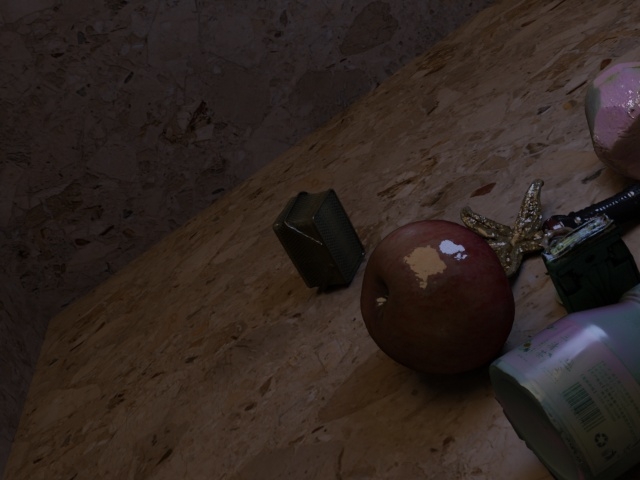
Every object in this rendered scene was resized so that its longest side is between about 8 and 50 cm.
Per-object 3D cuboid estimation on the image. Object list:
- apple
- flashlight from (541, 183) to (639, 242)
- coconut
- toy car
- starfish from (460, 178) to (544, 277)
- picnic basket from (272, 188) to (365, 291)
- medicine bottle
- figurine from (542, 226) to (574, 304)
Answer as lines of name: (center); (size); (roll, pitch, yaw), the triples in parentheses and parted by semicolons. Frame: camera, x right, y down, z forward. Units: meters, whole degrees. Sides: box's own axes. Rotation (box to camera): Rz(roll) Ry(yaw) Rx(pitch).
apple: (0.223, 0.117, 1.535); (0.270, 0.344, 0.345); (-17, 23, -10)
flashlight: (0.591, -0.046, 1.586); (0.232, 0.092, 0.093); (-24, 25, -1)
coconut: (0.721, -0.284, 1.690); (0.233, 0.233, 0.245); (-23, 32, 27)
toy car: (0.471, 0.079, 1.286); (0.141, 0.320, 0.097); (-33, 44, 8)
starfish: (0.438, -0.007, 1.742); (0.375, 0.094, 0.327); (-14, 32, 26)
picnic basket: (0.000, 0.000, 2.117); (0.139, 0.266, 0.165); (-10, 32, 33)
medicine bottle: (0.449, 0.220, 1.167); (0.290, 0.244, 0.245); (-31, 24, -7)
figurine: (0.504, 0.042, 1.500); (0.132, 0.153, 0.132); (-30, 26, 16)
